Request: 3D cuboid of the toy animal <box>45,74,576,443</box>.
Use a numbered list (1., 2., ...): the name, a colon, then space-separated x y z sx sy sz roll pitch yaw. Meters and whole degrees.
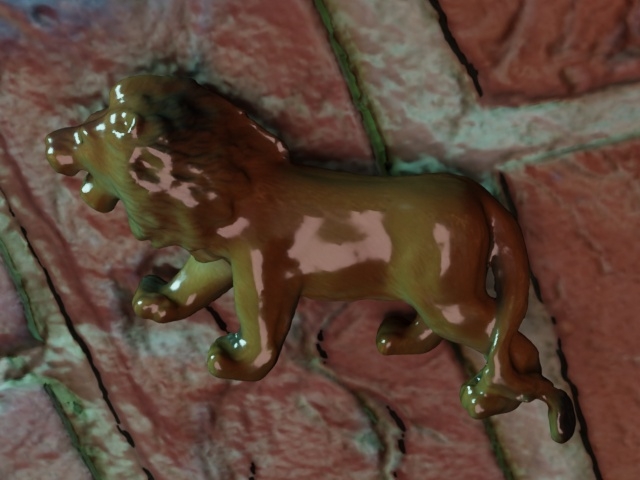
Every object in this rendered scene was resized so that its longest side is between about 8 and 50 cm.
1. toy animal: 0.000 0.000 0.966 0.312 0.097 0.157 10 117 -1
